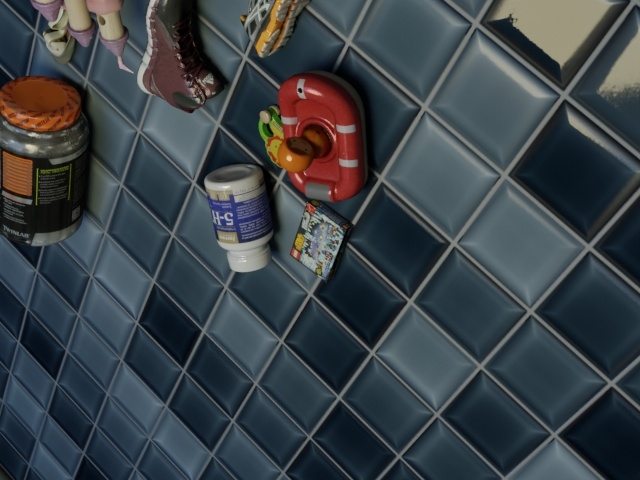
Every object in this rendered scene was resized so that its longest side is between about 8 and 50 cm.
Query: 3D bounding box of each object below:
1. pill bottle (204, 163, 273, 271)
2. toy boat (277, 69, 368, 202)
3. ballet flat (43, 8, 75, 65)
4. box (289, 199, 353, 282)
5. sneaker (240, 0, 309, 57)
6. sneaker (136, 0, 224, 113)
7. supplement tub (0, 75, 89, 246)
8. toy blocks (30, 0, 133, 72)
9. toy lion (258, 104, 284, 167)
[{"bbox_3d":[-0.148,-0.041,1.745,0.112,0.112,0.186,9,119,37],"label":"pill bottle"},{"bbox_3d":[-0.015,-0.161,1.527,0.151,0.151,0.231,12,121,31],"label":"toy boat"},{"bbox_3d":[-0.531,-0.433,1.878,0.072,0.068,0.213,49,136,8],"label":"ballet flat"},{"bbox_3d":[0.000,0.000,1.701,0.094,0.027,0.137,37,133,20],"label":"box"},{"bbox_3d":[-0.073,-0.394,1.498,0.083,0.084,0.215,52,137,12],"label":"sneaker"},{"bbox_3d":[-0.232,-0.342,1.663,0.162,0.106,0.281,37,143,10],"label":"sneaker"},{"bbox_3d":[-0.611,-0.171,1.999,0.207,0.207,0.338,35,132,21],"label":"supplement tub"},{"bbox_3d":[-0.468,-0.449,1.653,0.289,0.309,0.260,32,147,22],"label":"toy blocks"},{"bbox_3d":[-0.075,-0.180,1.662,0.100,0.034,0.096,45,143,12],"label":"toy lion"}]
